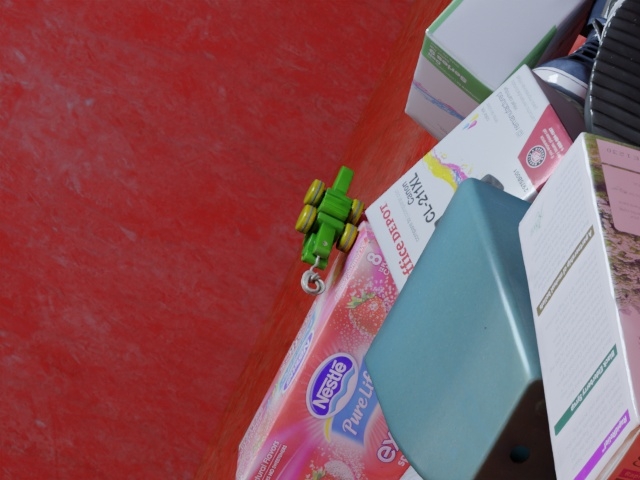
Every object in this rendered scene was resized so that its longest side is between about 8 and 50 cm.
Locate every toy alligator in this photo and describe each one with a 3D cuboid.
[{"bbox_3d":[0.000,0.000,1.845,0.051,0.056,0.190,-57,11,43],"label":"toy alligator"}]

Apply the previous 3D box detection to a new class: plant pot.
[{"bbox_3d":[0.144,0.098,1.255,0.165,0.165,0.234,-62,12,19],"label":"plant pot"}]

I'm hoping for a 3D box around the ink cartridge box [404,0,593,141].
[{"bbox_3d":[0.164,-0.177,1.702,0.154,0.093,0.212,-48,-10,-12],"label":"ink cartridge box"}]

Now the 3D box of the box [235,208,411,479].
[{"bbox_3d":[0.042,0.140,1.897,0.300,0.154,0.142,-62,7,13],"label":"box"}]

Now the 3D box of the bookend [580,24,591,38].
[{"bbox_3d":[0.300,-0.295,1.859,0.156,0.072,0.157,-65,6,-13],"label":"bookend"}]

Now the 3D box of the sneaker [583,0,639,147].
[{"bbox_3d":[0.274,-0.161,1.417,0.330,0.122,0.146,-60,0,-30],"label":"sneaker"}]

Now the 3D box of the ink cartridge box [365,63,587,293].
[{"bbox_3d":[0.130,-0.025,1.406,0.175,0.072,0.127,-43,37,17],"label":"ink cartridge box"}]

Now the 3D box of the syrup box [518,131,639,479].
[{"bbox_3d":[0.188,0.056,1.097,0.237,0.093,0.096,-93,23,-44],"label":"syrup box"}]

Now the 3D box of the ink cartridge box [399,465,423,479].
[{"bbox_3d":[0.140,0.161,1.629,0.179,0.045,0.145,-47,0,-20],"label":"ink cartridge box"}]

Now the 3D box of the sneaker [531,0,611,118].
[{"bbox_3d":[0.246,-0.169,1.556,0.163,0.086,0.226,-62,-15,6],"label":"sneaker"}]
